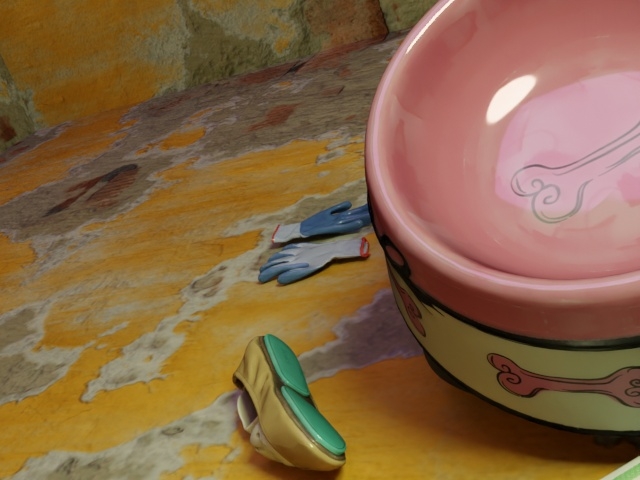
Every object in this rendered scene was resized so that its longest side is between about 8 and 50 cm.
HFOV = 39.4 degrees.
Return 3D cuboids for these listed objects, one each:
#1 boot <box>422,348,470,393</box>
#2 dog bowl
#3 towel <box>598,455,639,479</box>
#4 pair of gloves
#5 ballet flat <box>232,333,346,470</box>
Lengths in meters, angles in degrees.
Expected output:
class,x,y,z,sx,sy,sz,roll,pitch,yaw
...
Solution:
class,x,y,z,sx,sy,sz,roll,pitch,yaw
boot,0.240,0.075,0.760,0.305,0.112,0.115,-9,0,26
dog bowl,0.214,-0.071,0.674,0.408,0.150,0.408,-15,53,21
towel,0.259,0.208,0.473,0.248,0.038,0.325,-25,22,-14
pair of gloves,0.000,0.000,1.215,0.159,0.023,0.198,-12,24,16
ballet flat,-0.035,0.162,0.821,0.073,0.080,0.232,-49,20,4
